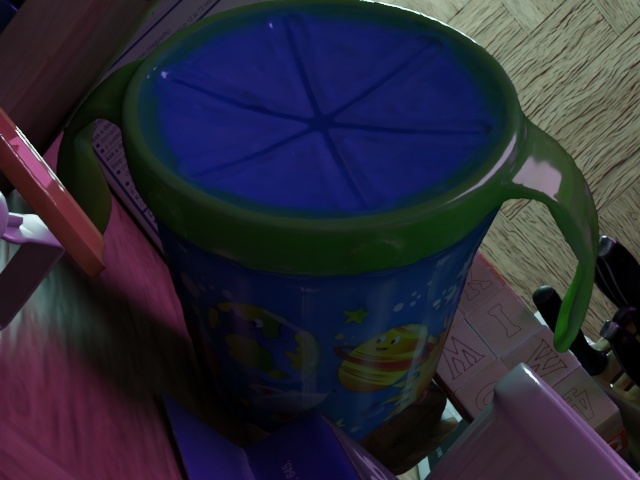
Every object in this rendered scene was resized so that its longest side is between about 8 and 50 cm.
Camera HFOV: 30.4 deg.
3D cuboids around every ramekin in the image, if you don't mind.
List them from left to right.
[{"bbox_3d":[0.134,0.171,0.581,0.207,0.109,0.207,45,3,-3],"label":"ramekin"}]

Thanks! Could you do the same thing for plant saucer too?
[{"bbox_3d":[-0.101,-0.023,0.412,0.083,0.013,0.083,50,-9,11],"label":"plant saucer"}]

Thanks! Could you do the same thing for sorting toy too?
[{"bbox_3d":[-0.147,-0.141,0.633,0.089,0.257,0.255,37,6,-8],"label":"sorting toy"}]

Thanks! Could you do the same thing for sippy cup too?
[{"bbox_3d":[0.000,0.000,0.748,0.305,0.240,0.224,40,-35,35],"label":"sippy cup"}]

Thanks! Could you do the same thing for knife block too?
[{"bbox_3d":[0.261,0.107,0.926,0.242,0.088,0.276,44,-9,13],"label":"knife block"}]

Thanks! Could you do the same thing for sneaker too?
[{"bbox_3d":[0.030,0.115,0.995,0.153,0.099,0.282,51,1,18],"label":"sneaker"}]

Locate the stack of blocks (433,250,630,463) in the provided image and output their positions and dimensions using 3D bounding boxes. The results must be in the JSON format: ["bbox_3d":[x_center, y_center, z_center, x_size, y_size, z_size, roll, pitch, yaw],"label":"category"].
[{"bbox_3d":[0.122,0.080,0.965,0.297,0.087,0.171,52,-2,32],"label":"stack of blocks"}]

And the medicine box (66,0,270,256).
[{"bbox_3d":[-0.066,-0.117,1.087,0.289,0.263,0.149,49,5,28],"label":"medicine box"}]

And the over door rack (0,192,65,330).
[{"bbox_3d":[-0.110,0.034,0.353,0.239,0.108,0.324,49,5,25],"label":"over door rack"}]

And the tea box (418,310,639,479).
[{"bbox_3d":[0.281,0.269,1.208,0.323,0.220,0.329,47,4,0],"label":"tea box"}]

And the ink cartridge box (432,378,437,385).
[{"bbox_3d":[0.189,0.239,1.603,0.296,0.066,0.261,48,5,19],"label":"ink cartridge box"}]

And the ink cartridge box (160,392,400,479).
[{"bbox_3d":[0.067,0.221,0.625,0.307,0.072,0.303,46,4,-31],"label":"ink cartridge box"}]
